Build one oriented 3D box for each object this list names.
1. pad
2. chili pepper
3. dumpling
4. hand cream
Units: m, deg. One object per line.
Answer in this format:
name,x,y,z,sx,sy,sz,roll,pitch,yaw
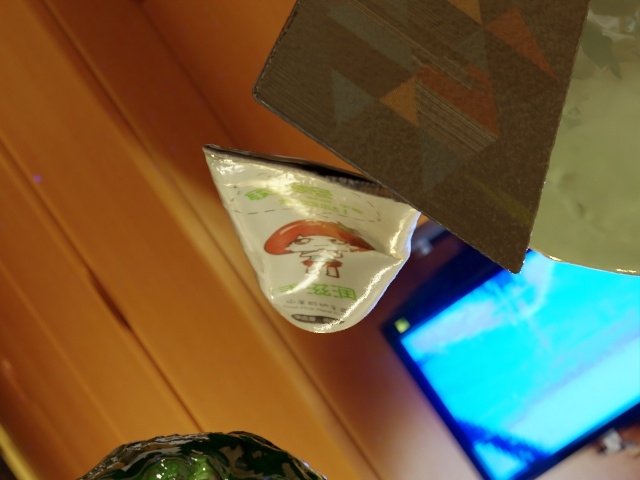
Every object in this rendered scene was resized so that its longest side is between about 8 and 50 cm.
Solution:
pad,0.056,-0.093,0.681,0.003,0.143,0.211,-43,-161,44
chili pepper,-0.066,0.134,0.783,0.182,0.073,0.050,4,149,-31
dumpling,0.175,-0.091,0.974,0.212,0.320,0.270,-40,-175,-4
hand cream,0.000,0.000,0.921,0.121,0.076,0.336,8,167,3
